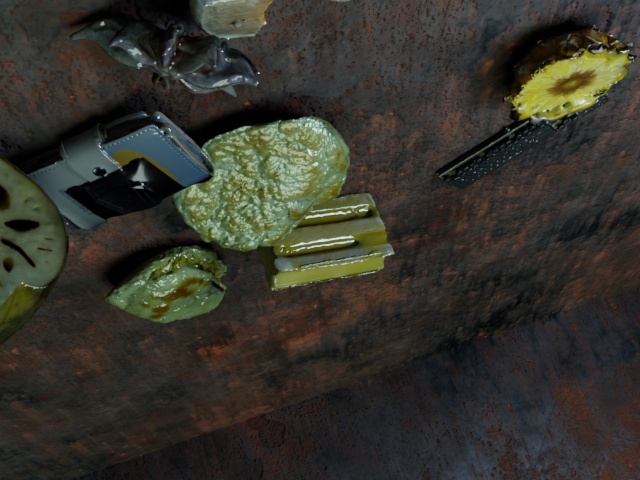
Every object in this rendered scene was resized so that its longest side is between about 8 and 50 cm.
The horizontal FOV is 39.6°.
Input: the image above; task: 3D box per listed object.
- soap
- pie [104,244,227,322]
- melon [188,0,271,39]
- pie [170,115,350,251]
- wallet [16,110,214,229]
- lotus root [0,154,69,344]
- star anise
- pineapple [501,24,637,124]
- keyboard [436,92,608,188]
[{"bbox_3d":[0.000,-0.001,1.548,0.233,0.135,0.076,-8,153,-28],"label":"soap"},{"bbox_3d":[-0.262,0.088,1.585,0.201,0.090,0.248,-29,158,13],"label":"pie"},{"bbox_3d":[-0.102,-0.257,0.988,0.097,0.054,0.182,-3,177,-13],"label":"melon"},{"bbox_3d":[-0.089,-0.092,1.329,0.274,0.106,0.257,-29,145,17],"label":"pie"},{"bbox_3d":[-0.275,-0.088,1.198,0.230,0.069,0.170,-20,147,14],"label":"wallet"},{"bbox_3d":[-0.495,0.050,1.149,0.250,0.251,0.346,4,147,-43],"label":"lotus root"},{"bbox_3d":[-0.166,-0.208,1.008,0.204,0.061,0.180,11,171,15],"label":"star anise"},{"bbox_3d":[0.373,-0.260,1.363,0.224,0.076,0.225,-15,157,-6],"label":"pineapple"},{"bbox_3d":[0.356,-0.183,1.574,0.317,0.027,0.106,-32,154,26],"label":"keyboard"}]
